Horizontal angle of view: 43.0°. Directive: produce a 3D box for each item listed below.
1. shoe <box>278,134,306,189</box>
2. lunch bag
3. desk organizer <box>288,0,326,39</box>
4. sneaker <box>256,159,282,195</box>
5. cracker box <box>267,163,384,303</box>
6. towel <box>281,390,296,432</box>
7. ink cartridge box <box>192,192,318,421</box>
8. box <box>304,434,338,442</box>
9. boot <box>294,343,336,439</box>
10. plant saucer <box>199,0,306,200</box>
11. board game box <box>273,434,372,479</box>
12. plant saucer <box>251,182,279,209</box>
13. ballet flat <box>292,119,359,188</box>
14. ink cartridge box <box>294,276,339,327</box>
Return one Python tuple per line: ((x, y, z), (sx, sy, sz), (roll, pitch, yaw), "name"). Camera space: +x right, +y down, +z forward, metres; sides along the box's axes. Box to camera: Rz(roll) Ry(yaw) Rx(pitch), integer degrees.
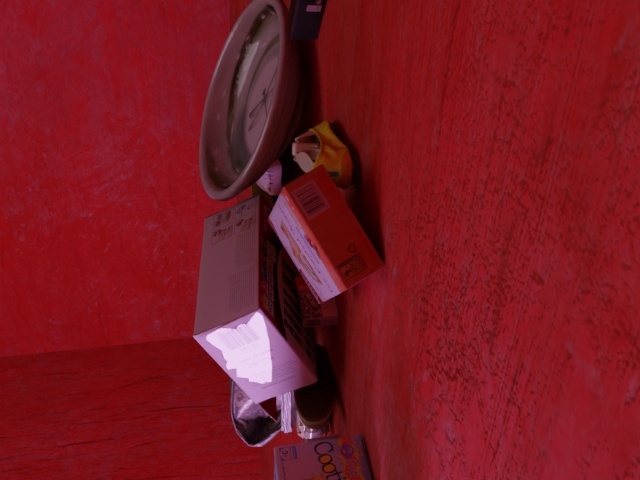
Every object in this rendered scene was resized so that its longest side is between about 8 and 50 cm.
((-0.040, -0.139, 1.544), (0.076, 0.058, 0.219), (-51, 39, 30), "shoe")
((-0.116, 0.277, 1.777), (0.235, 0.168, 0.287), (-93, 6, -74), "lunch bag")
((-0.023, -0.379, 1.310), (0.130, 0.047, 0.050), (115, 151, -72), "desk organizer")
((-0.097, -0.173, 1.779), (0.152, 0.114, 0.305), (66, 173, -11), "sneaker")
((0.000, 0.000, 1.137), (0.156, 0.067, 0.232), (58, 169, 4), "cracker box")
((-0.039, 0.302, 1.638), (0.152, 0.023, 0.113), (-47, -37, -56), "towel")
((-0.096, 0.120, 1.466), (0.272, 0.130, 0.309), (56, -162, -37), "ink cartridge box")
((0.011, 0.521, 1.512), (0.063, 0.067, 0.324), (-121, 27, -71), "box")
((-0.013, 0.316, 1.515), (0.213, 0.077, 0.165), (-97, 8, -62), "boot")
((-0.118, -0.263, 1.559), (0.400, 0.100, 0.401), (-38, 46, 53), "plant saucer")
((0.001, 0.451, 1.301), (0.275, 0.142, 0.144), (94, 167, -45), "board game box")
((-0.126, -0.086, 1.973), (0.188, 0.045, 0.188), (74, -173, -56), "plant saucer")
((-0.002, -0.131, 1.217), (0.231, 0.077, 0.077), (-117, 25, -67), "ballet flat")
((-0.008, 0.097, 1.415), (0.029, 0.062, 0.115), (96, 167, -46), "ink cartridge box")
